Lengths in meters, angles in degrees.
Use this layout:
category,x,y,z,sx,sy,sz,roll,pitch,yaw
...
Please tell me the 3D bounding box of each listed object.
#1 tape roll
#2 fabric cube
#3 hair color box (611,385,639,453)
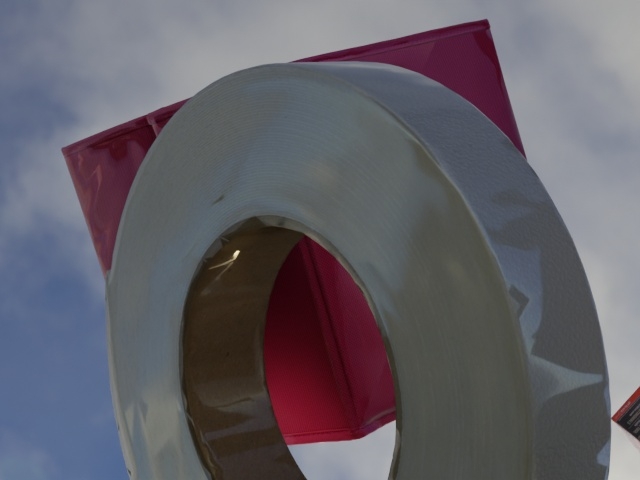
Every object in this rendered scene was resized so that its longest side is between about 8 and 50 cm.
category,x,y,z,sx,sy,sz,roll,pitch,yaw
tape roll,0.002,0.084,0.929,0.072,0.392,0.392,-8,-37,-41
fabric cube,0.000,0.000,1.183,0.259,0.254,0.258,-14,-87,49
hair color box,0.373,0.205,1.656,0.072,0.043,0.141,-47,-42,-3
